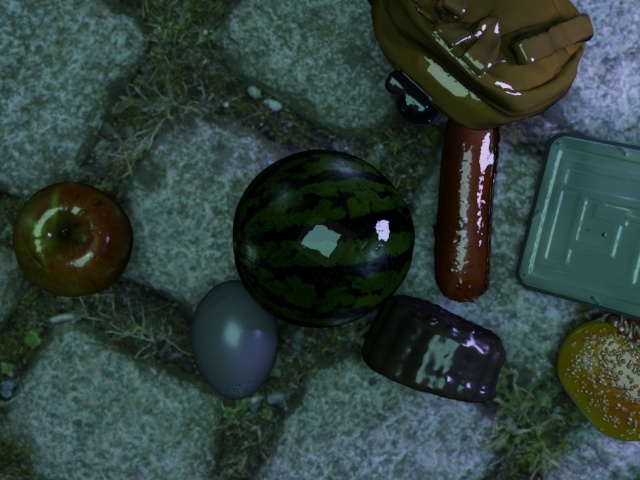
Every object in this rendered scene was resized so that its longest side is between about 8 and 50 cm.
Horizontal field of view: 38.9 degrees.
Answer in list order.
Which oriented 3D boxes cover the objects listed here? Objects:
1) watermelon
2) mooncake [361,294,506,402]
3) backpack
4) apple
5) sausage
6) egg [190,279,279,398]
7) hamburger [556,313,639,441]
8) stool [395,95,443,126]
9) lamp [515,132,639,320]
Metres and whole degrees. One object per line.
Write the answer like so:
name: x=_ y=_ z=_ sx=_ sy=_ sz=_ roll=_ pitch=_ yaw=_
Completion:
watermelon: x=0.000 y=0.000 z=1.427 sx=0.285 sy=0.285 sz=0.285 roll=0 pitch=92 yaw=3
mooncake: x=0.186 y=0.171 z=1.454 sx=0.228 sy=0.228 sz=0.124 roll=19 pitch=93 yaw=2
backpack: x=0.224 y=-0.322 z=1.372 sx=0.353 sy=0.378 sz=0.201 roll=42 pitch=133 yaw=7
apple: x=-0.406 y=0.000 z=1.498 sx=0.195 sy=0.196 sz=0.196 roll=0 pitch=92 yaw=3
sausage: x=0.239 y=-0.063 z=1.502 sx=0.102 sy=0.102 sz=0.331 roll=5 pitch=94 yaw=3
egg: x=-0.142 y=0.165 z=1.505 sx=0.146 sy=0.146 sz=0.199 roll=3 pitch=101 yaw=3
hamburger: x=0.493 y=0.223 z=1.492 sx=0.173 sy=0.116 sz=0.210 roll=-38 pitch=86 yaw=4
stool: x=0.171 y=-0.238 z=1.485 sx=0.096 sy=0.110 sz=0.096 roll=8 pitch=117 yaw=16
lamp: x=0.471 y=-0.022 z=1.465 sx=0.266 sy=0.047 sz=0.269 roll=15 pitch=96 yaw=29
